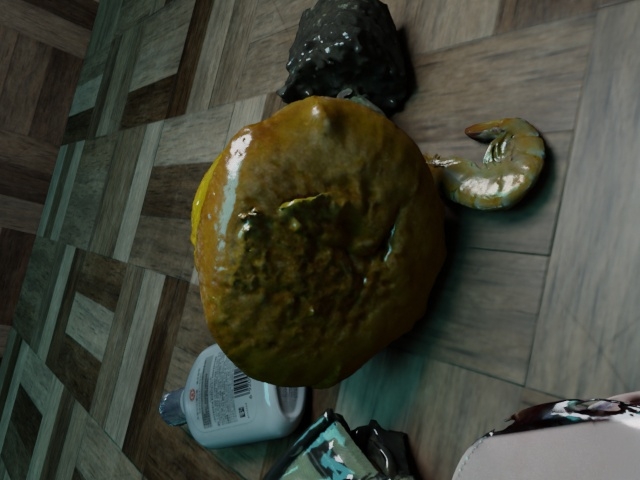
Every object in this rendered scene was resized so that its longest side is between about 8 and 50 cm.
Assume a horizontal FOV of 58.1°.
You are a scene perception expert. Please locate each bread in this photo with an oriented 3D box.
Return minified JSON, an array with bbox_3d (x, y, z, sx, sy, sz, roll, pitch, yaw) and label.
[{"bbox_3d":[0.000,0.000,0.548,0.269,0.268,0.145,-69,25,6],"label":"bread"}]

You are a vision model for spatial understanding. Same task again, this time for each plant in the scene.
[{"bbox_3d":[0.029,-0.184,0.672,0.131,0.142,0.203,-24,49,34],"label":"plant"}]

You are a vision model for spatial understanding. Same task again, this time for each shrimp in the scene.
[{"bbox_3d":[0.143,-0.083,0.552,0.162,0.045,0.095,36,105,54],"label":"shrimp"}]

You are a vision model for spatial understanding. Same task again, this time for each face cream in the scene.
[{"bbox_3d":[-0.127,0.205,0.769,0.291,0.070,0.144,-30,54,42],"label":"face cream"}]

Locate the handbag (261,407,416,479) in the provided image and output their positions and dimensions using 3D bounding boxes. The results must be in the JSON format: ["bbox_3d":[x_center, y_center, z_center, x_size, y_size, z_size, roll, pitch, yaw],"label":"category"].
[{"bbox_3d":[0.009,0.357,0.465,0.327,0.162,0.325,-56,42,13],"label":"handbag"}]

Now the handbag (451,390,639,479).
[{"bbox_3d":[0.185,0.177,0.337,0.205,0.116,0.179,-28,55,44],"label":"handbag"}]
